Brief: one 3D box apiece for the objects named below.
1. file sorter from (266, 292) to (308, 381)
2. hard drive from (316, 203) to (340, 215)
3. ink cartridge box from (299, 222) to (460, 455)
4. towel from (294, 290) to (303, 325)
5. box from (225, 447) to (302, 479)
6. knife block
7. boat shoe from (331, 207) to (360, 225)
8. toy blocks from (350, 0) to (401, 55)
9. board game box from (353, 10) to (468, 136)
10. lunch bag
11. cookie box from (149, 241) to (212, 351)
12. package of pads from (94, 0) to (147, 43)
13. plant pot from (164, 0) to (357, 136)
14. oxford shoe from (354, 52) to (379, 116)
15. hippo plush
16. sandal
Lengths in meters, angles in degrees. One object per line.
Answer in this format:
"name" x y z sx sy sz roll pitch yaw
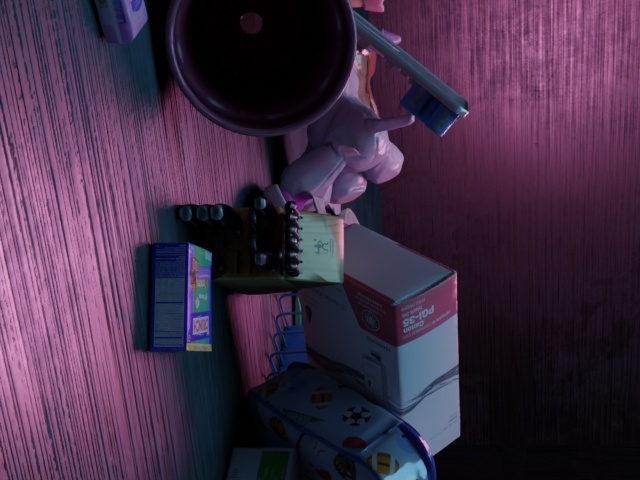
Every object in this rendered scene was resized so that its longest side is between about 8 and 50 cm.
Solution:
"file sorter" -0.017 0.178 1.442 0.104 0.118 0.170 74 16 -45
"hard drive" 0.014 -0.203 1.965 0.203 0.040 0.307 56 33 -74
"ink cartridge box" 0.082 0.147 1.229 0.117 0.207 0.282 -25 124 -32
"towel" -0.007 0.201 1.761 0.325 0.038 0.247 12 76 -81
"box" -0.072 0.334 1.137 0.101 0.087 0.101 -80 164 -54
"knife block" -0.103 0.009 1.089 0.276 0.242 0.088 -11 -105 53
"boat shoe" 0.023 0.037 1.798 0.114 0.091 0.302 60 20 -15
"toy blocks" 0.112 -0.600 1.954 0.288 0.260 0.308 -82 167 -46
"board game box" 0.047 -0.297 1.286 0.050 0.390 0.390 -52 180 15
"lunch bag" 0.025 0.314 1.214 0.115 0.303 0.243 -29 126 -31
"cookie box" -0.140 0.060 0.904 0.092 0.040 0.107 41 49 -79
"package of pads" -0.175 -0.216 0.761 0.050 0.032 0.083 -84 169 -53
"plant pot" -0.070 -0.230 0.987 0.180 0.202 0.201 -112 -164 -71
"oxford shoe" 0.061 -0.334 2.173 0.130 0.123 0.348 -44 140 -42
"hippo plush" 0.001 -0.204 1.534 0.236 0.234 0.294 63 -3 14
"sandal" -0.007 -0.014 1.426 0.169 0.102 0.416 62 0 9
